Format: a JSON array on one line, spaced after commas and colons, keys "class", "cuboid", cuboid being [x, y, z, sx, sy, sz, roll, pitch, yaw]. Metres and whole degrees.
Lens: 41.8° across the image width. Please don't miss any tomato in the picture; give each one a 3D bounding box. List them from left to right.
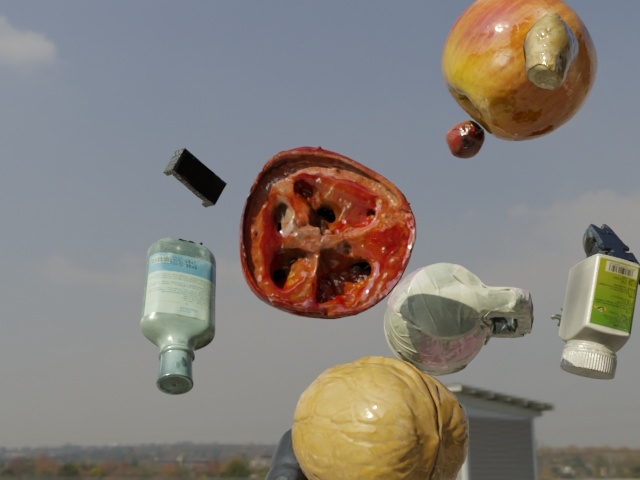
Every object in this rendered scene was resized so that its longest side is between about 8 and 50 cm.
[{"class": "tomato", "cuboid": [-0.002, -0.001, 1.067, 0.228, 0.227, 0.101, 2, -19, -8]}]

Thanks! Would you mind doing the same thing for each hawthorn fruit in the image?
[{"class": "hawthorn fruit", "cuboid": [0.276, -0.193, 1.596, 0.077, 0.077, 0.077, 0, -16, 0]}]

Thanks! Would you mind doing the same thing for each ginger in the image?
[{"class": "ginger", "cuboid": [0.315, -0.260, 1.151, 0.069, 0.095, 0.190, -21, 8, 25]}]

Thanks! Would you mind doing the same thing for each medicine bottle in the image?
[{"class": "medicine bottle", "cuboid": [-0.171, 0.088, 1.014, 0.090, 0.208, 0.053, 14, -46, -19]}, {"class": "medicine bottle", "cuboid": [0.461, 0.131, 1.407, 0.088, 0.188, 0.132, 15, -15, -2]}]

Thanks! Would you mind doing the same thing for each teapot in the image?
[{"class": "teapot", "cuboid": [0.208, 0.124, 1.274, 0.222, 0.163, 0.178, 25, -17, 10]}]

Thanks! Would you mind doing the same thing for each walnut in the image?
[{"class": "walnut", "cuboid": [0.057, 0.200, 0.875, 0.165, 0.165, 0.197, 8, -6, -27]}]

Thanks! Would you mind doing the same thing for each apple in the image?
[{"class": "apple", "cuboid": [0.348, -0.314, 1.503, 0.233, 0.286, 0.286, -41, -20, 0]}]

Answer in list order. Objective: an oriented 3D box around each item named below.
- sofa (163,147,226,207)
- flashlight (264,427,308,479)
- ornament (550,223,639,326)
[{"class": "sofa", "cuboid": [-0.246, -0.122, 1.652, 0.118, 0.060, 0.039, 41, -32, -28]}, {"class": "flashlight", "cuboid": [-0.083, 0.467, 1.314, 0.103, 0.424, 0.103, 10, -52, 13]}, {"class": "ornament", "cuboid": [0.591, 0.103, 1.848, 0.080, 0.202, 0.236, 5, -51, -24]}]
